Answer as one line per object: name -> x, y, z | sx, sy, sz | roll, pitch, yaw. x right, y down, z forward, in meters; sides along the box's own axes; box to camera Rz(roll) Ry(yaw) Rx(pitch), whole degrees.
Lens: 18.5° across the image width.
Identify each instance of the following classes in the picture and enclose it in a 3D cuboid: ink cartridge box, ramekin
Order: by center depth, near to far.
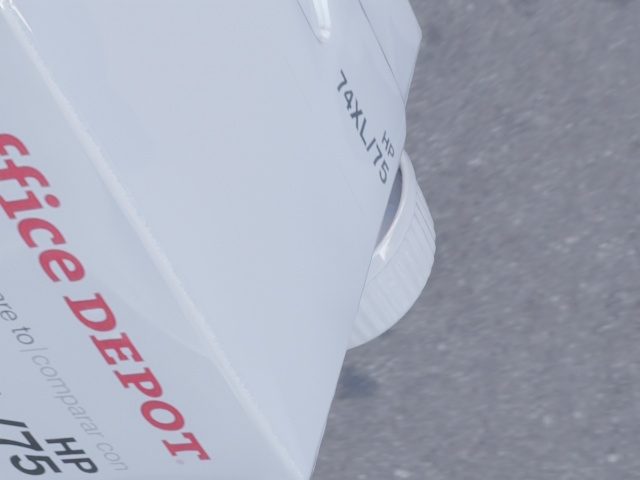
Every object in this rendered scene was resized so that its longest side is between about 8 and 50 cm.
ink cartridge box -> -0.136, -0.050, 0.604 | 0.198, 0.270, 0.197 | 62, 32, -41
ramekin -> 0.000, 0.000, 1.690 | 0.207, 0.207, 0.109 | -53, 139, -15
